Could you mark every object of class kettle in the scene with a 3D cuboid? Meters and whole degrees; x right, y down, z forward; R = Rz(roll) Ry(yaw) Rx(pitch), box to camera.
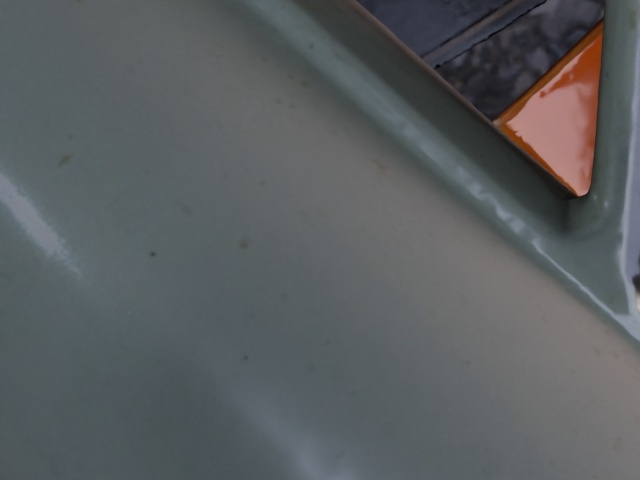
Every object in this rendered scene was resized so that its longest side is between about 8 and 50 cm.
[{"bbox_3d":[0.000,0.000,0.678,0.376,0.250,0.361,45,117,15],"label":"kettle"}]

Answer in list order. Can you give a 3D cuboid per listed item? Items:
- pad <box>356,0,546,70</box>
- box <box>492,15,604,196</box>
[{"bbox_3d":[-0.001,-0.231,0.860,0.375,0.063,0.315,-33,83,6],"label":"pad"},{"bbox_3d":[0.267,-0.076,0.770,0.341,0.143,0.225,-44,82,4],"label":"box"}]
